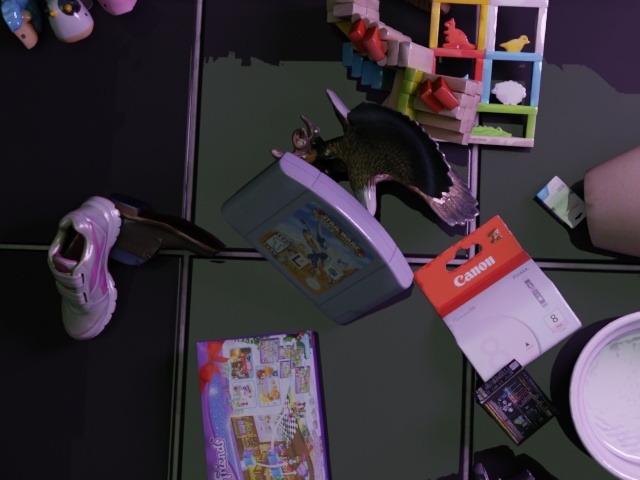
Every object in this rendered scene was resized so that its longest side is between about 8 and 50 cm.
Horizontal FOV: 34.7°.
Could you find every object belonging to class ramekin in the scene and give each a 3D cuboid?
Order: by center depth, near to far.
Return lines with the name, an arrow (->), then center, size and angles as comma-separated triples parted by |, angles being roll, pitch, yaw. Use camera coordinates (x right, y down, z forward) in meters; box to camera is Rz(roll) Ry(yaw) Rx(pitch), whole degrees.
ramekin -> 0.532, 0.251, 1.642 | 0.277, 0.135, 0.277 | -1, 85, 7

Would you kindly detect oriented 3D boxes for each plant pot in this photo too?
plant pot -> 0.568, -0.065, 1.630 | 0.274, 0.256, 0.256 | -7, 84, 21

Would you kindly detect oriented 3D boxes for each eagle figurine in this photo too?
eagle figurine -> 0.105, -0.127, 1.687 | 0.298, 0.226, 0.225 | 0, 119, 23

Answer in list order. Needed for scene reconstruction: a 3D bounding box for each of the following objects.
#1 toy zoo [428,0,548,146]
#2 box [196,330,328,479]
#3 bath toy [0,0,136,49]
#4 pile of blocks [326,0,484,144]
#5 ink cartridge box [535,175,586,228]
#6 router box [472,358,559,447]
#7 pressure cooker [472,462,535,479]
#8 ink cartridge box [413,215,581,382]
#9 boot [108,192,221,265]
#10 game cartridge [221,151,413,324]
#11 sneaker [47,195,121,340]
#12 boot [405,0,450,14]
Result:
toy zoo -> 0.277, -0.310, 1.731 | 0.192, 0.030, 0.293 | 4, 102, 6
box -> -0.097, 0.308, 1.741 | 0.201, 0.057, 0.293 | -6, 84, 5
bath toy -> -0.383, -0.453, 1.808 | 0.348, 0.129, 0.151 | -21, 83, 3
pile of blocks -> 0.106, -0.288, 1.704 | 0.362, 0.113, 0.149 | 45, 112, 27
ink cartridge box -> 0.411, -0.063, 1.736 | 0.048, 0.028, 0.083 | -45, 82, 1
router box -> 0.321, 0.267, 1.682 | 0.092, 0.038, 0.122 | -40, 115, 0
pressure cooker -> 0.249, 0.563, 1.531 | 0.420, 0.375, 0.370 | -21, 126, 3
ink cartridge box -> 0.293, 0.102, 1.722 | 0.189, 0.066, 0.232 | -35, 86, 2
boot -> -0.284, 0.006, 1.791 | 0.219, 0.082, 0.106 | 25, 105, 10
game cartridge -> 0.000, 0.000, 1.667 | 0.297, 0.198, 0.062 | 43, 48, -13
sneaker -> -0.417, 0.053, 1.748 | 0.103, 0.111, 0.252 | 10, 103, 25
boot -> 0.174, -0.535, 1.777 | 0.248, 0.090, 0.207 | 39, 84, 1
